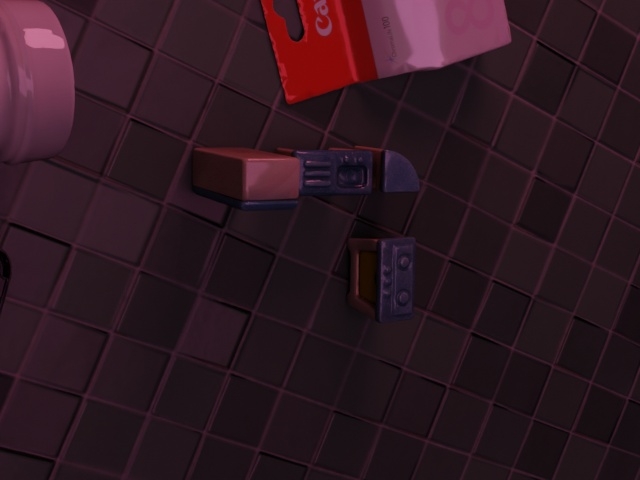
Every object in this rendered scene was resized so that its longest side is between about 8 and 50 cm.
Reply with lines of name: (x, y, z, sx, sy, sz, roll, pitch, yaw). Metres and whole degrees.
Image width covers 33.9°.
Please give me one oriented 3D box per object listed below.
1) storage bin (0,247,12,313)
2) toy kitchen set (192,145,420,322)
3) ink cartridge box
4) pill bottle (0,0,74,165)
storage bin: (-0.329, 0.073, 0.826, 0.122, 0.084, 0.180, 16, 92, -28)
toy kitchen set: (0.000, 0.000, 0.959, 0.207, 0.122, 0.166, -3, 100, -26)
ink cartridge box: (0.060, -0.246, 0.988, 0.232, 0.066, 0.189, -23, 108, -26)
pill bottle: (-0.337, -0.105, 0.734, 0.302, 0.169, 0.169, -11, 103, -36)
